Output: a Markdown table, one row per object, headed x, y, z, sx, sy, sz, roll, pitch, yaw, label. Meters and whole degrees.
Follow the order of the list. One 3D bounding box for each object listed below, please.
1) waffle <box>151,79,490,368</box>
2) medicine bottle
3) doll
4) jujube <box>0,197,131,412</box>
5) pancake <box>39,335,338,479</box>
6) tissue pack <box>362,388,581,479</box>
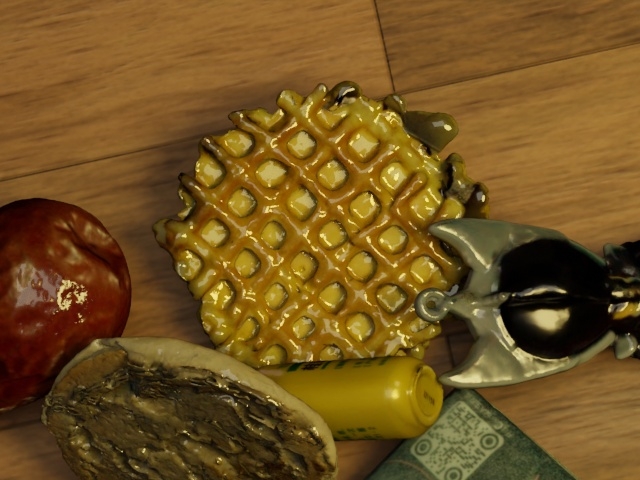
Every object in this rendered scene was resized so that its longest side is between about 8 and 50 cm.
| x | y | z | sx | sy | sz | roll | pitch | yaw | label |
| --- | --- | --- | --- | --- | --- | --- | --- | --- | --- |
| 0.011 | -0.002 | 1.537 | 0.329 | 0.062 | 0.329 | 0 | 93 | 2 | waffle |
| -0.042 | 0.152 | 1.488 | 0.308 | 0.111 | 0.076 | -6 | 75 | 23 | medicine bottle |
| 0.238 | 0.051 | 1.493 | 0.316 | 0.103 | 0.146 | -1 | 104 | -12 | doll |
| -0.299 | 0.076 | 1.518 | 0.255 | 0.190 | 0.190 | -37 | 77 | 8 | jujube |
| -0.116 | 0.180 | 1.450 | 0.282 | 0.282 | 0.049 | 13 | 47 | 8 | pancake |
| 0.102 | 0.307 | 1.440 | 0.315 | 0.103 | 0.228 | -45 | 53 | -5 | tissue pack |
